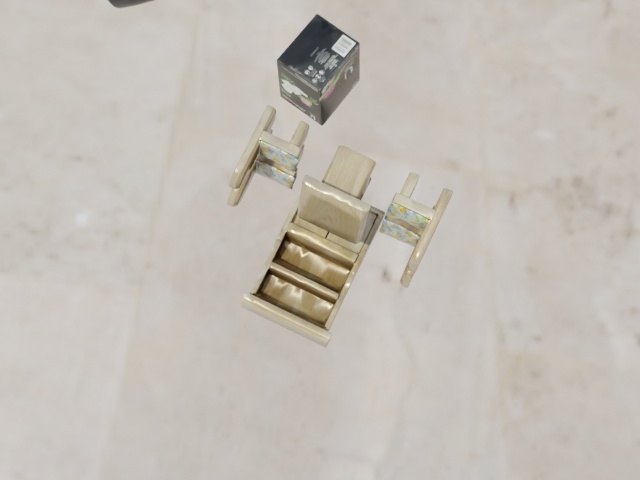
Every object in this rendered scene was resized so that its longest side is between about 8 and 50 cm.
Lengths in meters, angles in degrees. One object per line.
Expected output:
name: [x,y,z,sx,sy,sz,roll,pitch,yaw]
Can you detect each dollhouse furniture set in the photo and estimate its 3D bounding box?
dollhouse furniture set: [0.000,0.000,2.022,0.212,0.242,0.161,25,76,3]

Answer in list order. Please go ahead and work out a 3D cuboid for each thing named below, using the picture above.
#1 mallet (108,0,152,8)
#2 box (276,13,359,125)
mallet: [-0.152,-0.257,1.347,0.062,0.190,0.039,-23,0,23]
box: [-0.001,-0.157,1.747,0.052,0.083,0.062,37,75,13]
